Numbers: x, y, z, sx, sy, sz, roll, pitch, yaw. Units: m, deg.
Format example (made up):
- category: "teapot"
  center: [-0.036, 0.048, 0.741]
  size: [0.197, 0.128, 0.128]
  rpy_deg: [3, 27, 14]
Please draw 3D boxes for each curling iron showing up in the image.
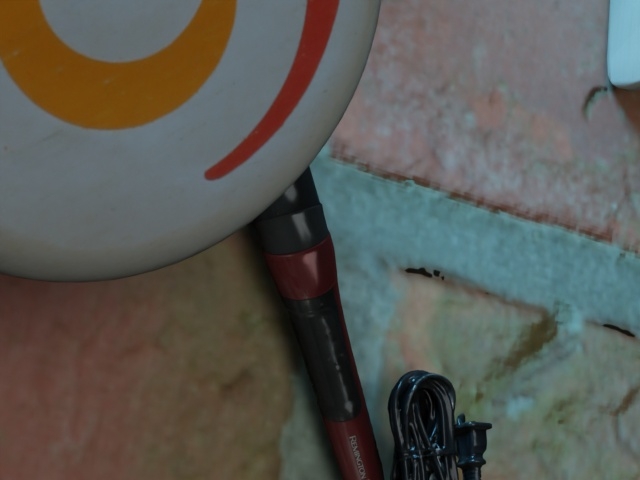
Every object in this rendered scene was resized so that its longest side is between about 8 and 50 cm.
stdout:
- category: "curling iron"
  center: [0.000, 0.000, 0.539]
  size: [0.068, 0.035, 0.274]
  rpy_deg: [-27, 96, -35]

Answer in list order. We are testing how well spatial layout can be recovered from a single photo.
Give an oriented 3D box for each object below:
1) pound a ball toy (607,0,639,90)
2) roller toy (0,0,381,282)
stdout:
- category: "pound a ball toy"
  center: [0.249, -0.157, 0.545]
  size: [0.208, 0.319, 0.135]
  rpy_deg: [15, 74, -27]
- category: "roller toy"
  center: [-0.091, -0.091, 0.422]
  size: [0.191, 0.146, 0.209]
  rpy_deg: [14, 99, -34]
